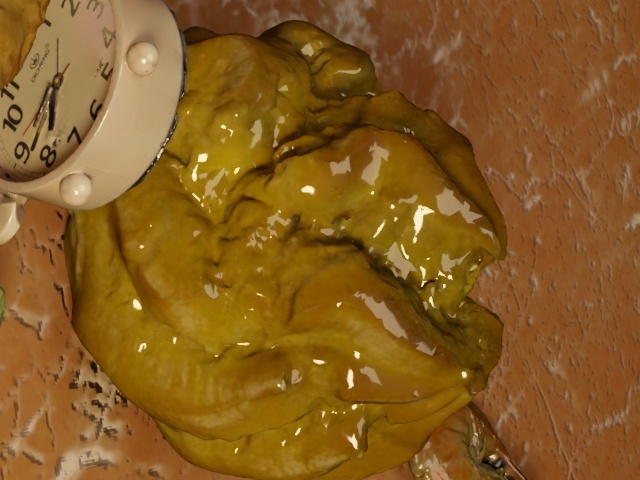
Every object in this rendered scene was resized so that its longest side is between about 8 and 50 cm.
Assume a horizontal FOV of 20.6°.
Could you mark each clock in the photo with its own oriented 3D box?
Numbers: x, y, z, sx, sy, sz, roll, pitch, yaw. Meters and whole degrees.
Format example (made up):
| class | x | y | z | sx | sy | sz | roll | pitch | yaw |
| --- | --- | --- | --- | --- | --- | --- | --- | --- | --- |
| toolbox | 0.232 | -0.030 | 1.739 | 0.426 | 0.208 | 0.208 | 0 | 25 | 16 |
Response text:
| class | x | y | z | sx | sy | sz | roll | pitch | yaw |
| --- | --- | --- | --- | --- | --- | --- | --- | --- | --- |
| clock | -0.153 | -0.096 | 1.104 | 0.063 | 0.155 | 0.229 | 16 | 105 | -47 |

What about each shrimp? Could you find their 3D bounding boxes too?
| class | x | y | z | sx | sy | sz | roll | pitch | yaw |
| --- | --- | --- | --- | --- | --- | --- | --- | --- | --- |
| shrimp | 0.144 | 0.203 | 1.489 | 0.217 | 0.051 | 0.115 | 40 | 53 | -36 |

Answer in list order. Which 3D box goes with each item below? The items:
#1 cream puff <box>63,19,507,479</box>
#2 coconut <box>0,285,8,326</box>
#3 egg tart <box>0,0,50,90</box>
| class | x | y | z | sx | sy | sz | roll | pitch | yaw |
| --- | --- | --- | --- | --- | --- | --- | --- | --- | --- |
| cream puff | 0.000 | -0.002 | 1.199 | 0.291 | 0.257 | 0.324 | 46 | 51 | -40 |
| coconut | -0.231 | 0.035 | 1.054 | 0.083 | 0.081 | 0.082 | -32 | 144 | -62 |
| egg tart | -0.320 | -0.248 | 0.918 | 0.443 | 0.178 | 0.443 | 13 | 72 | -46 |
